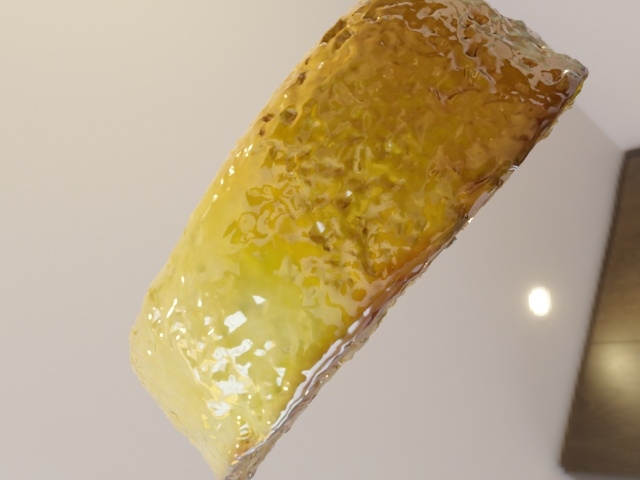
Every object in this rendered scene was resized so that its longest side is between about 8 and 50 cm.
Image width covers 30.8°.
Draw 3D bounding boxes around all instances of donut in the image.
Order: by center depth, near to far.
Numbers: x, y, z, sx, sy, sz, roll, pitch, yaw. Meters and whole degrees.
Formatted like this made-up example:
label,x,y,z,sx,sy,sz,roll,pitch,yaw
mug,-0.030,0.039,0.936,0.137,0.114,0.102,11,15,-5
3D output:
label,x,y,z,sx,sy,sz,roll,pitch,yaw
donut,0.000,0.000,0.897,0.163,0.435,0.377,40,-112,4
